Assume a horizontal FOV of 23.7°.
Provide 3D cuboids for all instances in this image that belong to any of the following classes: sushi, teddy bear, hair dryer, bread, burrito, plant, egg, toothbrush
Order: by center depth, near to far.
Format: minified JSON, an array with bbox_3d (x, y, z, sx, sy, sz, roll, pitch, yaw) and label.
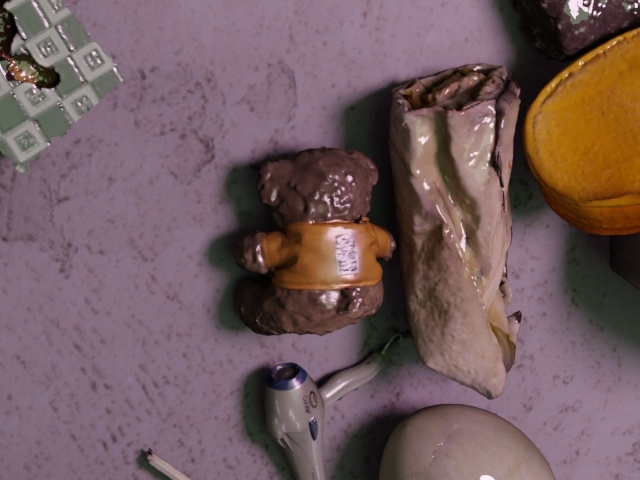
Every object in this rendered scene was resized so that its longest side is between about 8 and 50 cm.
[{"bbox_3d":[-0.293,-0.179,1.420,0.139,0.031,0.201,-42,114,-8],"label":"sushi"},{"bbox_3d":[0.000,0.000,1.553,0.177,0.140,0.190,-9,100,-19],"label":"teddy bear"},{"bbox_3d":[0.340,-0.115,1.578,0.270,0.195,0.143,-24,159,18],"label":"bread"},{"bbox_3d":[0.146,-0.009,1.605,0.135,0.190,0.331,-2,105,7],"label":"burrito"},{"bbox_3d":[0.306,-0.276,1.611,0.194,0.132,0.129,-32,114,-8],"label":"plant"},{"bbox_3d":[-0.084,0.306,1.656,0.028,0.026,0.294,-41,118,8],"label":"toothbrush"},{"bbox_3d":[0.023,0.190,1.671,0.199,0.067,0.167,-17,121,-35],"label":"hair dryer"},{"bbox_3d":[0.164,0.283,1.671,0.186,0.186,0.253,-43,114,-8],"label":"egg"}]

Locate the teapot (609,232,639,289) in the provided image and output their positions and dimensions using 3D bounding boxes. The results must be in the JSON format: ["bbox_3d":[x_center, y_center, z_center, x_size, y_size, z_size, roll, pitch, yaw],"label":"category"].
[{"bbox_3d":[0.515,-0.036,1.666,0.344,0.300,0.253,-55,154,7],"label":"teapot"}]
